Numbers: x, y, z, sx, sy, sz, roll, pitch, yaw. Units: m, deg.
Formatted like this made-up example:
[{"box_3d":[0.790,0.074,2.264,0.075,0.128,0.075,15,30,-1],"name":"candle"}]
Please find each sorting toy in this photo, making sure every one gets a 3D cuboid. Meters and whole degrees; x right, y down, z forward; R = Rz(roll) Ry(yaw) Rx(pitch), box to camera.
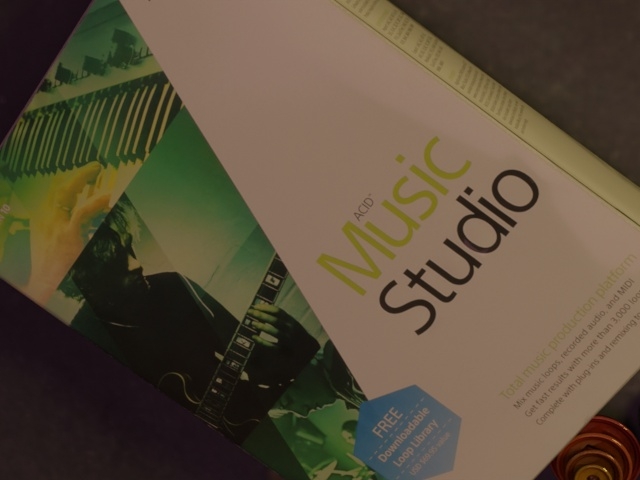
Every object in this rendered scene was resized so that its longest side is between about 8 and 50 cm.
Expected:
[{"box_3d":[0.168,0.113,0.793,0.102,0.042,0.061,-23,106,20],"name":"sorting toy"}]

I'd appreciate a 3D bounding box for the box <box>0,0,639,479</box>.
[{"box_3d":[0.000,0.000,0.775,0.322,0.058,0.232,36,115,-3],"name":"box"}]
